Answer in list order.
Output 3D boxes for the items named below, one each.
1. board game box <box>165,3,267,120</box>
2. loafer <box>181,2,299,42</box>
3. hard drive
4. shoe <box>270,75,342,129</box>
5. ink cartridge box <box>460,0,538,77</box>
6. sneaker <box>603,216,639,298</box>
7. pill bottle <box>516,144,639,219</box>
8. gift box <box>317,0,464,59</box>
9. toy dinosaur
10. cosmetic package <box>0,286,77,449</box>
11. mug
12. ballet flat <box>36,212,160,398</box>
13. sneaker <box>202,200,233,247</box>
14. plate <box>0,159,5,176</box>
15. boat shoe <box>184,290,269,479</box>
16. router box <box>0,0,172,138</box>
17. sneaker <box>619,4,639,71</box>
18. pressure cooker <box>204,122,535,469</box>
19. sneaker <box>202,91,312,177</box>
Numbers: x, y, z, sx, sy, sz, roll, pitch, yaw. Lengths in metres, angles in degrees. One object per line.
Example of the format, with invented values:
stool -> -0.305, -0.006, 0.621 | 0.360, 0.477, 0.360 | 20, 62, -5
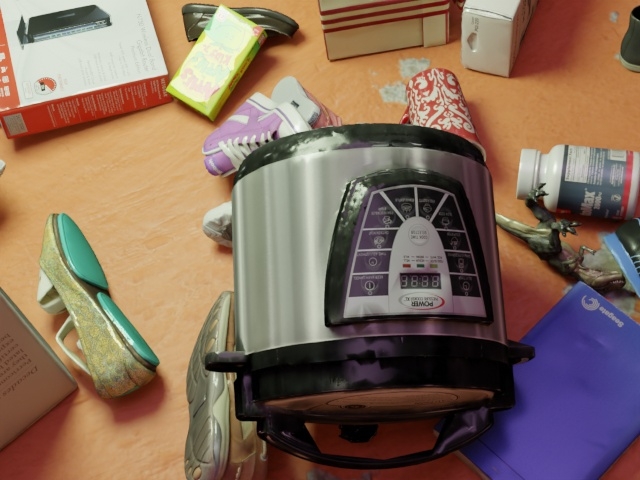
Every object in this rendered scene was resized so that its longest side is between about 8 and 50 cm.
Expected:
board game box -> -0.182, -0.312, 1.785 | 0.092, 0.043, 0.181 | 32, 87, 9
loafer -> -0.147, -0.383, 1.856 | 0.220, 0.080, 0.078 | 7, 94, 10
hard drive -> 0.346, 0.229, 1.440 | 0.319, 0.040, 0.210 | -42, 63, -16
shoe -> -0.023, -0.219, 1.745 | 0.063, 0.081, 0.178 | -50, 34, 8
ink cartridge box -> 0.318, -0.417, 1.752 | 0.092, 0.158, 0.218 | 18, 64, 17
sneaker -> 0.501, 0.056, 1.477 | 0.090, 0.081, 0.232 | -33, 52, 15
pill bottle -> 0.400, -0.093, 1.582 | 0.180, 0.108, 0.108 | 7, 61, 12
gift box -> 0.113, -0.486, 1.762 | 0.258, 0.276, 0.255 | -9, 64, 1
toy dinosaur -> 0.341, -0.013, 1.537 | 0.268, 0.118, 0.064 | 37, 61, 24
cosmetic package -> -0.616, 0.129, 1.425 | 0.327, 0.393, 0.329 | -40, 62, -15
mug -> 0.181, -0.190, 1.669 | 0.150, 0.113, 0.169 | -9, 56, 1
ballet flat -> -0.374, 0.102, 1.578 | 0.123, 0.123, 0.348 | -31, 61, -11
sneaker -> -0.083, -0.063, 1.655 | 0.232, 0.090, 0.115 | -16, 45, -5
plate -> -0.686, -0.070, 1.701 | 0.277, 0.045, 0.278 | -39, 38, -24
boat shoe -> -0.125, 0.220, 1.482 | 0.116, 0.123, 0.324 | 17, 48, -21
router box -> -0.456, -0.369, 1.847 | 0.301, 0.082, 0.335 | -15, 61, -10
sneaker -> 0.618, -0.339, 1.689 | 0.222, 0.118, 0.083 | -3, 59, 6
pressure cooker -> 0.069, 0.091, 1.357 | 0.370, 0.375, 0.420 | -11, 73, 31
sneaker -> -0.101, -0.145, 1.641 | 0.161, 0.102, 0.282 | -39, 23, -9
